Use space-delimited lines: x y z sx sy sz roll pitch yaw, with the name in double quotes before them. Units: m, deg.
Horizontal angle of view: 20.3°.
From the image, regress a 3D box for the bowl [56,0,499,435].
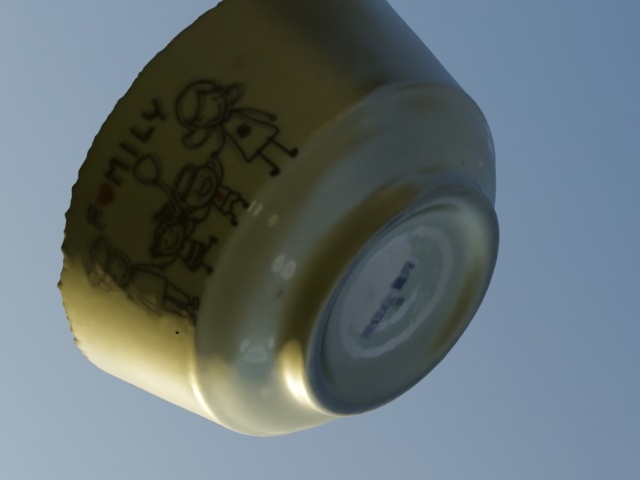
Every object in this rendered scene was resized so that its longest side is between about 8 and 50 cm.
"bowl" 0.000 0.000 0.779 0.112 0.211 0.211 37 -68 35
